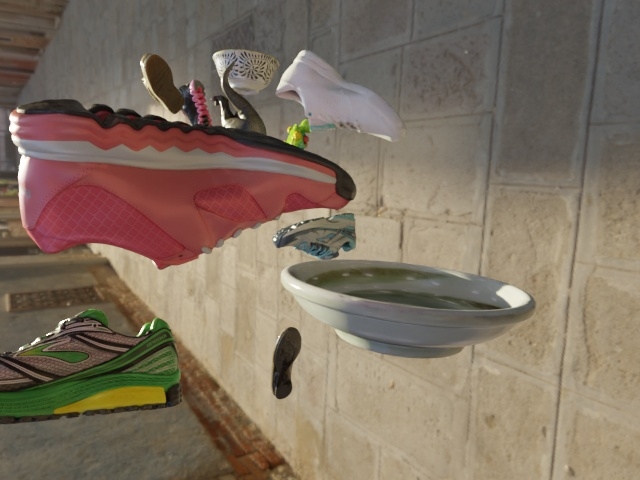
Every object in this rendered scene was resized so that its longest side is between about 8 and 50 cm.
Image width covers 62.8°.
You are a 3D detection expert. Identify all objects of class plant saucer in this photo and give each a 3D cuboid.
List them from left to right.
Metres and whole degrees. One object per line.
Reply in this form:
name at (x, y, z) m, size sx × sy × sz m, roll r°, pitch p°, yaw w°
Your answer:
plant saucer at (0.132, 0.110, 0.856) m, size 0.401 × 0.401 × 0.100 m, roll 16°, pitch 102°, yaw 57°

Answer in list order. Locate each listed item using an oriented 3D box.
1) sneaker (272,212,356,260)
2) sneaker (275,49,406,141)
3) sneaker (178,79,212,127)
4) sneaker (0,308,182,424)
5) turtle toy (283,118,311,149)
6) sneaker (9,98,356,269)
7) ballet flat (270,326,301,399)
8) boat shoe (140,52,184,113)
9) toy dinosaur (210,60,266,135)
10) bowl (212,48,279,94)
sneaker at (0.000, 0.000, 1.421) m, size 0.110 × 0.283 × 0.122 m, roll -14°, pitch 89°, yaw 50°
sneaker at (0.026, -0.192, 0.786) m, size 0.212 × 0.080 × 0.094 m, roll 37°, pitch 85°, yaw 18°
sneaker at (-0.255, -0.257, 1.049) m, size 0.057 × 0.047 × 0.119 m, roll -4°, pitch 102°, yaw 18°
sneaker at (-0.367, 0.172, 0.720) m, size 0.134 × 0.344 × 0.146 m, roll -27°, pitch 64°, yaw 51°
turtle toy at (-0.068, -0.326, 1.669) m, size 0.130 × 0.066 × 0.095 m, roll -65°, pitch 27°, yaw 15°
sneaker at (-0.114, -0.040, 0.494) m, size 0.116 × 0.314 × 0.136 m, roll 35°, pitch 116°, yaw 55°
ballet flat at (-0.104, 0.334, 1.453) m, size 0.058 × 0.084 × 0.249 m, roll 46°, pitch 138°, yaw 48°
boat shoe at (-0.273, -0.263, 0.878) m, size 0.045 × 0.050 × 0.135 m, roll 30°, pitch 162°, yaw 15°
toy dinosaur at (-0.165, -0.213, 1.112) m, size 0.160 × 0.121 × 0.313 m, roll 34°, pitch 121°, yaw 28°
bowl at (-0.194, -0.423, 1.351) m, size 0.170 × 0.170 × 0.080 m, roll 6°, pitch 91°, yaw 58°
